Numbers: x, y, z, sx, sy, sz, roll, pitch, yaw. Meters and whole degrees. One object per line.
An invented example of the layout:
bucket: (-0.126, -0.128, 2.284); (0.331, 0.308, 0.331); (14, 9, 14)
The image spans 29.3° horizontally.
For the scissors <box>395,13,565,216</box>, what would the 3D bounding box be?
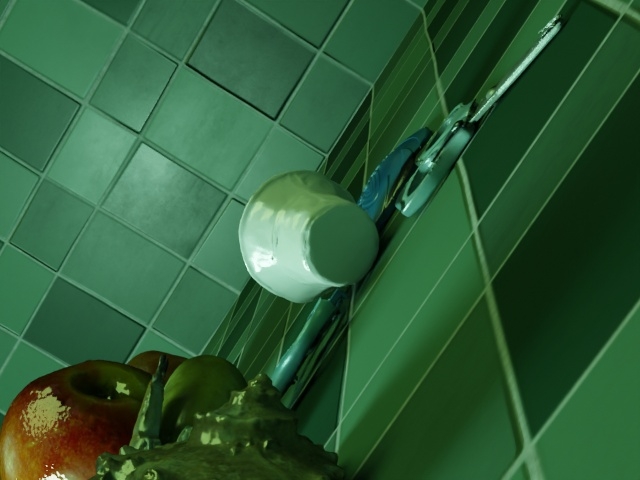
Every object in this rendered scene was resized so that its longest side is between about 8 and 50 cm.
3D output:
scissors: (0.194, -0.164, 1.507); (0.360, 0.029, 0.191); (-52, 7, 50)

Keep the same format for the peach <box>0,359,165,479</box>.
peach: (-0.384, 0.385, 2.087); (0.373, 0.372, 0.290); (-56, 10, 24)

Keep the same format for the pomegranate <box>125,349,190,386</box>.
pomegranate: (-0.286, 0.306, 2.307); (0.215, 0.215, 0.215); (-57, 6, 9)

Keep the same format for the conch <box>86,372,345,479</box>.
conch: (-0.118, 0.272, 1.098); (0.352, 0.210, 0.297); (-56, -9, 8)

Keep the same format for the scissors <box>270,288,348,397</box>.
scissors: (-0.081, 0.227, 1.608); (0.393, 0.032, 0.180); (-57, -6, -10)

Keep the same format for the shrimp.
shrimp: (-0.200, 0.281, 1.605); (0.185, 0.068, 0.287); (-62, 23, 4)

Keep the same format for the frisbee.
frisbee: (0.091, -0.076, 1.874); (0.242, 0.045, 0.242); (-59, 6, 10)

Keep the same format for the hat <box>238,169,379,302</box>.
hat: (0.000, 0.000, 1.682); (0.203, 0.203, 0.126); (-59, 26, -8)

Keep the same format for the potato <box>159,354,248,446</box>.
potato: (-0.180, 0.277, 1.783); (0.197, 0.148, 0.228); (-45, 12, 8)
